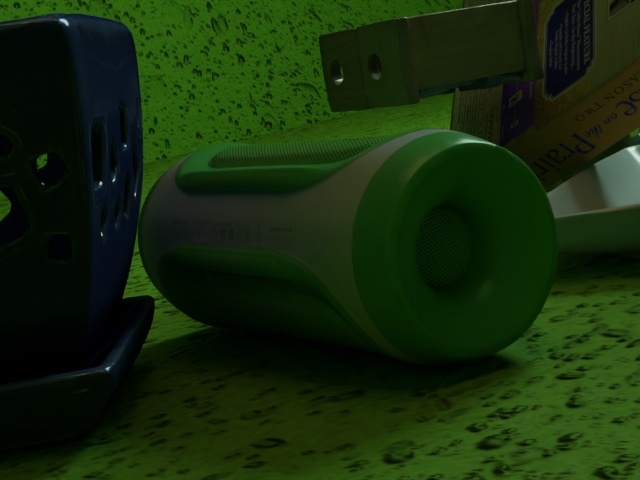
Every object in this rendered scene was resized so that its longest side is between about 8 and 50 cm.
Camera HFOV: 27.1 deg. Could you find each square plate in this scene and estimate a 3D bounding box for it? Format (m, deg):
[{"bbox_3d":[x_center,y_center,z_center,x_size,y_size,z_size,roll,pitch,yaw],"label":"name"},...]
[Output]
[{"bbox_3d":[0.346,-0.044,0.928,0.347,0.049,0.344,-6,10,27],"label":"square plate"}]

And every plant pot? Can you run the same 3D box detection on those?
[{"bbox_3d":[-0.211,0.000,0.731,0.235,0.212,0.236,-10,7,0],"label":"plant pot"}]

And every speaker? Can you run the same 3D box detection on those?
[{"bbox_3d":[0.000,0.000,0.780,0.131,0.131,0.296,-15,9,-30],"label":"speaker"}]

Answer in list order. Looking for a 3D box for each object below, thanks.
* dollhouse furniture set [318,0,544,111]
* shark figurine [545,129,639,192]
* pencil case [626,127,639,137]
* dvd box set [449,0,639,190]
[{"bbox_3d":[0.094,-0.089,1.068,0.129,0.184,0.129,-14,9,-26],"label":"dollhouse furniture set"},{"bbox_3d":[0.213,-0.098,1.255,0.278,0.116,0.166,-13,10,-7],"label":"shark figurine"},{"bbox_3d":[0.420,-0.177,1.539,0.273,0.114,0.124,-12,17,-10],"label":"pencil case"},{"bbox_3d":[0.262,-0.232,1.063,0.062,0.308,0.420,27,-40,-23],"label":"dvd box set"}]
